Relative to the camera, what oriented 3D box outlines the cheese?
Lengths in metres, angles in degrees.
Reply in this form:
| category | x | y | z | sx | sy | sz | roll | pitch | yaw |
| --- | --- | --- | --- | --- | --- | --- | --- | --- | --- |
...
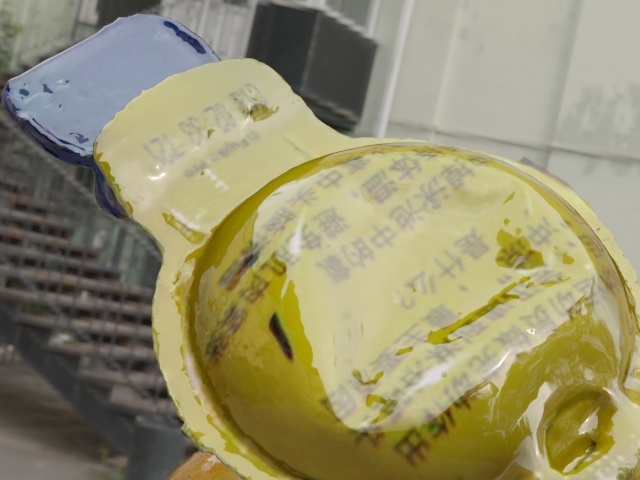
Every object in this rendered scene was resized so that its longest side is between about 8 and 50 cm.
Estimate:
| category | x | y | z | sx | sy | sz | roll | pitch | yaw |
| --- | --- | --- | --- | --- | --- | --- | --- | --- | --- |
| cheese | 0.000 | 0.000 | 0.427 | 0.250 | 0.156 | 0.064 | 40 | -33 | 27 |

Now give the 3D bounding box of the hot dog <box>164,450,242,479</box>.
| category | x | y | z | sx | sy | sz | roll | pitch | yaw |
| --- | --- | --- | --- | --- | --- | --- | --- | --- | --- |
| hot dog | 0.027 | 0.139 | 0.928 | 0.337 | 0.100 | 0.135 | -24 | -38 | 1 |
